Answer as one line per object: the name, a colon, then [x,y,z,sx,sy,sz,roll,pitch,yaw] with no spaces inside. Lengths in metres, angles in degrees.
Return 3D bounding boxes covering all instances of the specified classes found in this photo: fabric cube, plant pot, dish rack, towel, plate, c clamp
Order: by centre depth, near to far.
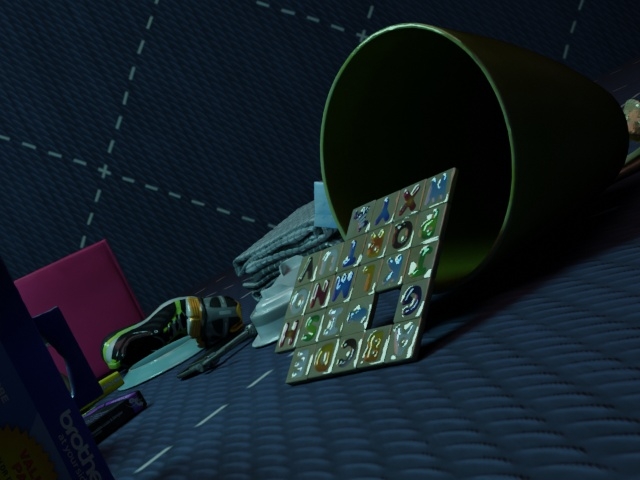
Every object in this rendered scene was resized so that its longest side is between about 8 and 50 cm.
plant pot: [0.198,-0.100,1.029,0.294,0.274,0.275,-11,-7,-39]
c clamp: [-0.141,0.160,1.348,0.137,0.022,0.161,-32,1,30]
dish rack: [0.028,0.041,1.389,0.286,0.072,0.333,-26,6,8]
plate: [-0.264,0.199,1.585,0.188,0.024,0.188,-27,4,2]
towel: [0.000,0.000,1.716,0.284,0.121,0.235,-27,9,45]
fabric cube: [-0.522,0.176,1.908,0.258,0.254,0.259,-27,3,-26]

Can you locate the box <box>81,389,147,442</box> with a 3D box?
box: [-0.319,0.256,1.225,0.116,0.029,0.162,-24,6,32]

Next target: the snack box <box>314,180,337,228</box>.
snack box: [0.118,-0.054,1.283,0.175,0.070,0.207,6,9,33]

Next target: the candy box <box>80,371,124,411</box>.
candy box: [-0.385,0.261,1.389,0.206,0.027,0.105,-34,0,39]

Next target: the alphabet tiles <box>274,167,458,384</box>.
alphabet tiles: [0.036,0.043,0.928,0.237,0.009,0.198,-21,46,51]

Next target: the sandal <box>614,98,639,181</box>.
sandal: [0.419,-0.149,1.187,0.240,0.079,0.088,-28,4,-7]

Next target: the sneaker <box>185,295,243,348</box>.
sneaker: [-0.161,0.126,1.476,0.083,0.084,0.215,-7,-4,-2]

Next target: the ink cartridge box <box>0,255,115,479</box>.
ink cartridge box: [-0.334,0.171,0.730,0.151,0.269,0.395,-23,6,25]

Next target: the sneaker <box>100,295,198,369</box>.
sneaker: [-0.309,0.188,1.792,0.235,0.084,0.097,-31,30,-29]

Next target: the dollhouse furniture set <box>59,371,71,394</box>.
dollhouse furniture set: [-0.581,0.286,1.440,0.303,0.286,0.198,-53,18,-6]
